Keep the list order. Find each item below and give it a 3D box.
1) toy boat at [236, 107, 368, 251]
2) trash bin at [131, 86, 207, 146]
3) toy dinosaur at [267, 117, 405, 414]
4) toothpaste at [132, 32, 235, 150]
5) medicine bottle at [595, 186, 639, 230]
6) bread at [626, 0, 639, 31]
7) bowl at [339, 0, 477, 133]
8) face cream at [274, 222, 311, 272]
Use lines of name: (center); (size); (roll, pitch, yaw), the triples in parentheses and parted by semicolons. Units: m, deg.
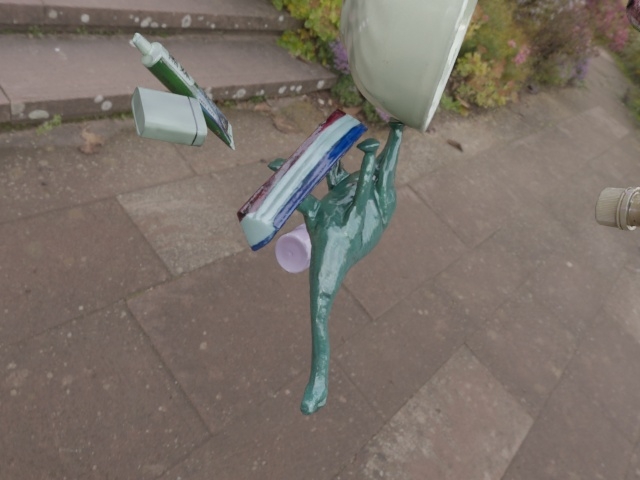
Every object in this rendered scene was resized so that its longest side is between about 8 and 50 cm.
toy boat: (-0.009, -0.077, 0.470); (0.046, 0.080, 0.229); (42, 49, -9)
trash bin: (-0.316, -0.257, 0.965); (0.130, 0.059, 0.116); (1, 55, -39)
toy dinosaur: (0.051, 0.006, 0.661); (0.129, 0.330, 0.383); (8, 30, 28)
toothpaste: (-0.321, -0.362, 1.149); (0.392, 0.061, 0.098); (43, 29, -58)
medicine bottle: (0.560, -0.036, 0.696); (0.114, 0.114, 0.252); (-8, 16, -37)
bread: (0.608, -0.387, 0.714); (0.033, 0.229, 0.228); (54, 20, -45)
bowl: (0.112, -0.282, 0.559); (0.145, 0.277, 0.277); (22, 40, 7)
face cream: (0.000, 0.000, 1.116); (0.096, 0.154, 0.274); (3, 15, 29)
